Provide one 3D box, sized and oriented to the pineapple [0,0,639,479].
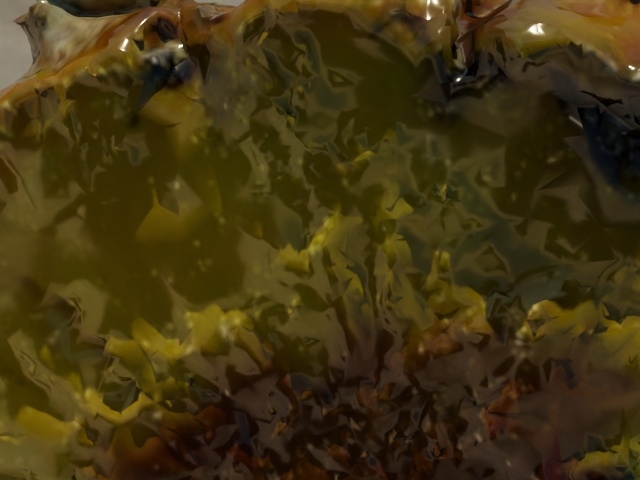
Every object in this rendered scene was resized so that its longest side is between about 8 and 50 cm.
[{"bbox_3d":[0.001,-0.001,0.498,0.161,0.334,0.158,66,22,-2],"label":"pineapple"}]
